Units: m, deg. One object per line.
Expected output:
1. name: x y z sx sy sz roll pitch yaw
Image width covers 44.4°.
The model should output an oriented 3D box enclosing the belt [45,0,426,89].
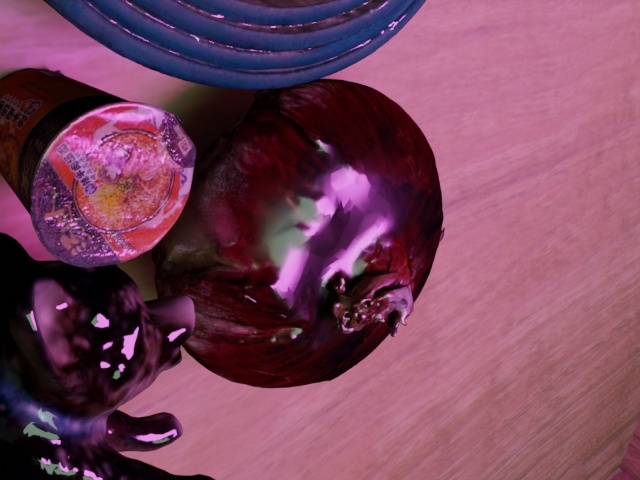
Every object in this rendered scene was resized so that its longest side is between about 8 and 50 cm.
1. belt: -0.070 -0.265 0.509 0.437 0.173 0.300 6 116 -49

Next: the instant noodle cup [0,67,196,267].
1. instant noodle cup: -0.181 -0.064 0.570 0.127 0.136 0.127 -28 134 -32

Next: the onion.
1. onion: 0.000 0.000 0.734 0.314 0.232 0.313 -25 127 -39

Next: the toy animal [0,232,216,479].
1. toy animal: -0.252 0.100 0.563 0.344 0.194 0.302 -19 116 -23
